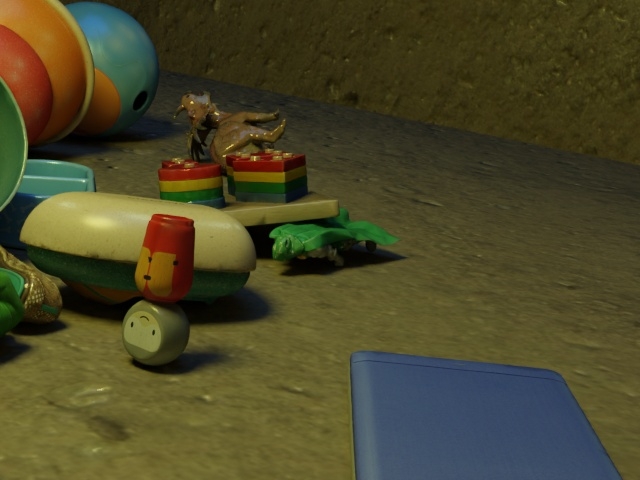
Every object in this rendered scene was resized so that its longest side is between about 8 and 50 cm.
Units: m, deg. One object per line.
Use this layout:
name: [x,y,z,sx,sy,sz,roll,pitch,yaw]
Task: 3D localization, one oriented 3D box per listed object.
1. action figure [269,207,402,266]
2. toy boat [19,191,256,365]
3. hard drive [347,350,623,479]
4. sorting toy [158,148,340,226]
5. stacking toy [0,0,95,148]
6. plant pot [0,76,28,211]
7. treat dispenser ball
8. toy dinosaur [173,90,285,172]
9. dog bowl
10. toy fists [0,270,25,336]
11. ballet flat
action figure: [0.000,0.000,1.529,0.137,0.063,0.232,16,13,29]
toy boat: [-0.192,0.033,1.198,0.267,0.148,0.318,7,5,-16]
hard drive: [0.130,0.171,0.924,0.210,0.040,0.318,6,13,-1]
sorting toy: [-0.130,-0.078,1.600,0.257,0.089,0.255,-6,9,-14]
stacking toy: [-0.624,-0.235,1.898,0.351,0.350,0.480,7,31,6]
plant pot: [-0.539,-0.099,1.365,0.290,0.290,0.195,-5,-19,-38]
treat dispenser ball: [-0.490,-0.362,2.341,0.288,0.288,0.288,6,14,-1]
toy dinosaur: [-0.174,-0.187,2.129,0.200,0.127,0.295,-5,28,-12]
dog bowl: [-0.397,-0.058,1.578,0.166,0.074,0.297,3,14,-13]
toy fists: [-0.431,0.047,1.086,0.279,0.096,0.142,9,13,17]
ballet flat: [-0.345,0.050,1.210,0.067,0.073,0.206,30,-2,-40]
